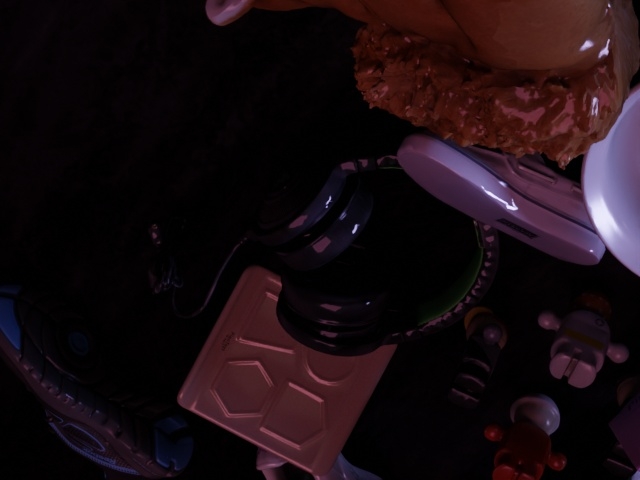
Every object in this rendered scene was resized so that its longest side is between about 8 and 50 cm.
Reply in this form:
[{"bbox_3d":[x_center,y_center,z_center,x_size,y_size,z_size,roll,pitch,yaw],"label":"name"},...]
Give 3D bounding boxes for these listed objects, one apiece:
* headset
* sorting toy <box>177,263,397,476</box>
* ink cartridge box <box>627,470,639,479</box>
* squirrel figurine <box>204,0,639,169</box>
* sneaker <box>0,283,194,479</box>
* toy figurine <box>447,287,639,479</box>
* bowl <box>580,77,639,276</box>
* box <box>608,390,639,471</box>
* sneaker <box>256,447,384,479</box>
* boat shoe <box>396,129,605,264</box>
[{"bbox_3d":[0.000,0.000,1.750,0.394,0.185,0.243,-11,122,7],"label":"headset"},{"bbox_3d":[-0.039,0.154,1.872,0.208,0.038,0.193,28,92,-9],"label":"sorting toy"},{"bbox_3d":[0.453,0.310,1.891,0.171,0.056,0.235,10,129,9],"label":"ink cartridge box"},{"bbox_3d":[0.085,-0.231,1.419,0.370,0.281,0.397,-2,126,28],"label":"squirrel figurine"},{"bbox_3d":[-0.321,0.198,1.999,0.140,0.125,0.341,-25,116,38],"label":"sneaker"},{"bbox_3d":[0.266,0.164,1.775,0.213,0.148,0.209,-18,115,32],"label":"toy figurine"},{"bbox_3d":[0.407,-0.087,1.517,0.298,0.134,0.298,9,132,10],"label":"bowl"},{"bbox_3d":[0.468,0.204,1.632,0.243,0.117,0.213,39,101,-14],"label":"box"},{"bbox_3d":[0.006,0.332,1.987,0.114,0.152,0.305,-20,122,30],"label":"sneaker"},{"bbox_3d":[0.194,-0.062,1.623,0.258,0.084,0.095,29,164,-27],"label":"boat shoe"}]
